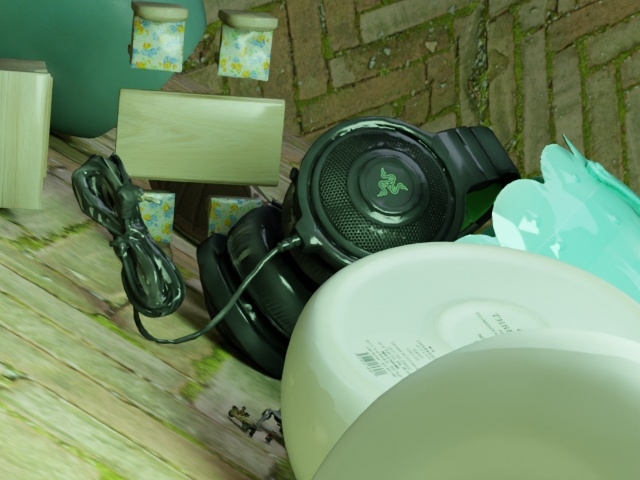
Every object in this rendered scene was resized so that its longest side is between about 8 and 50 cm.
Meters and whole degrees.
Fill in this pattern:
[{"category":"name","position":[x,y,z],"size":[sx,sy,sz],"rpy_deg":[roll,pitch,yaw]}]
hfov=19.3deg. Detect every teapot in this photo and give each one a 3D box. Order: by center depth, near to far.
[{"category":"teapot","position":[0.092,0.134,1.101],"size":[0.252,0.187,0.256],"rpy_deg":[14,30,11]}]

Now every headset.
[{"category":"headset","position":[-0.015,-0.015,1.456],"size":[0.394,0.243,0.185],"rpy_deg":[-18,72,-51]}]

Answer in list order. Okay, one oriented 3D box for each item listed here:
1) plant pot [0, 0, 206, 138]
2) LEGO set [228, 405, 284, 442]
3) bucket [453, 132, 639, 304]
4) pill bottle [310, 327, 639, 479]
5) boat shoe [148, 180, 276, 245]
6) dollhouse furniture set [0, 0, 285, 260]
[{"category":"plant pot","position":[-0.265,-0.250,2.000],"size":[0.235,0.293,0.293],"rpy_deg":[46,1,-18]},{"category":"LEGO set","position":[-0.024,0.125,1.277],"size":[0.054,0.023,0.083],"rpy_deg":[34,7,25]},{"category":"bucket","position":[0.157,0.080,1.397],"size":[0.183,0.281,0.281],"rpy_deg":[43,7,6]},{"category":"pill bottle","position":[0.186,0.198,0.755],"size":[0.408,0.229,0.229],"rpy_deg":[26,8,-41]},{"category":"boat shoe","position":[-0.074,-0.010,1.900],"size":[0.257,0.095,0.095],"rpy_deg":[42,-3,30]},{"category":"dollhouse furniture set","position":[-0.148,-0.085,1.540],"size":[0.242,0.212,0.161],"rpy_deg":[3,10,-10]}]
